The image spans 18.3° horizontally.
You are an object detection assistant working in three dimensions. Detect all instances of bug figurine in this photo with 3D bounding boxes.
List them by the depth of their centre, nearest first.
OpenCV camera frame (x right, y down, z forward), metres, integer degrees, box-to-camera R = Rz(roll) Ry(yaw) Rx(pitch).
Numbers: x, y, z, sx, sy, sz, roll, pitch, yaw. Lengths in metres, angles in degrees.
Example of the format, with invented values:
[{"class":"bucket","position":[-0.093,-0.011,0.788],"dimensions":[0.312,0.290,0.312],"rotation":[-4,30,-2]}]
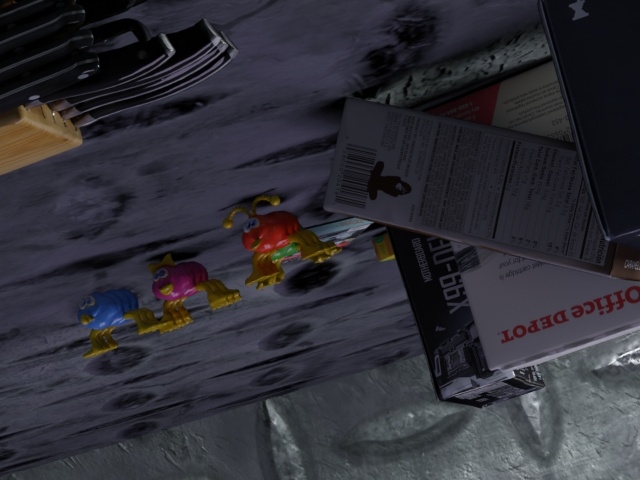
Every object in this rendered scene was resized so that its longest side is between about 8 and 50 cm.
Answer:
[{"class":"bug figurine","position":[-0.110,0.028,1.972],"dimensions":[0.279,0.072,0.216],"rotation":[-25,175,18]}]

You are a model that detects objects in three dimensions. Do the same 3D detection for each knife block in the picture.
[{"class":"knife block","position":[-0.193,-0.084,1.121],"dimensions":[0.242,0.088,0.275],"rotation":[-10,168,-32]}]

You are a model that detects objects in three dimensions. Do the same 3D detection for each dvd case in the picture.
[{"class":"dvd case","position":[0.000,0.000,2.177],"dimensions":[0.087,0.013,0.119],"rotation":[-14,171,-20]}]

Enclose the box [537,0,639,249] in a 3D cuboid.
[{"class":"box","position":[0.370,-0.116,1.382],"dimensions":[0.343,0.179,0.312],"rotation":[-19,168,21]}]

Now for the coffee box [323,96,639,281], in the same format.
[{"class":"coffee box","position":[0.146,-0.041,1.603],"dimensions":[0.246,0.098,0.141],"rotation":[14,-176,22]}]

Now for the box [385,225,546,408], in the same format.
[{"class":"box","position":[0.136,0.035,1.921],"dimensions":[0.076,0.242,0.307],"rotation":[-19,171,9]}]

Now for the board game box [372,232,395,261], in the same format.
[{"class":"board game box","position":[0.189,-0.035,2.253],"dimensions":[0.124,0.039,0.259],"rotation":[-8,165,-45]}]

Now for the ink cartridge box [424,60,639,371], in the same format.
[{"class":"ink cartridge box","position":[0.204,-0.023,1.713],"dimensions":[0.172,0.237,0.100],"rotation":[-21,170,25]}]
